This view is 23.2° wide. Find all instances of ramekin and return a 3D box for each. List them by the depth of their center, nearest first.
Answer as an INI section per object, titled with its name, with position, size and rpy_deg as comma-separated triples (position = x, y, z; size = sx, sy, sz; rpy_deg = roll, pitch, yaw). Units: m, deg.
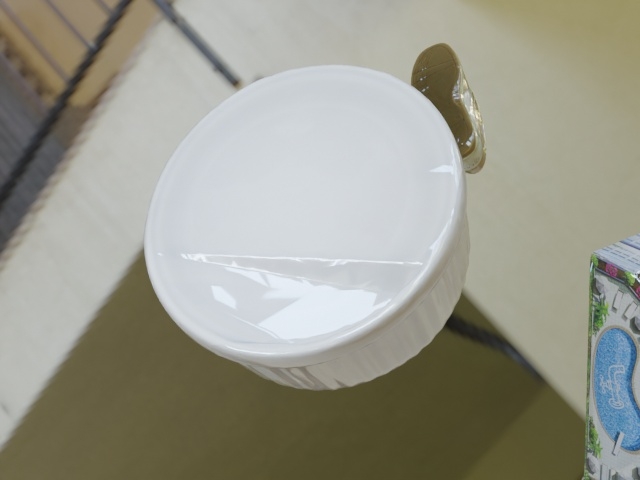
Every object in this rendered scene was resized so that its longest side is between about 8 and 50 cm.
[ramekin]
position = 0.000, 0.000, 1.293
size = 0.273, 0.273, 0.127
rpy_deg = -40, -34, -6

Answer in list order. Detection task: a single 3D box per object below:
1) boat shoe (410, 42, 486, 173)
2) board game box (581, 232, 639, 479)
[boat shoe]
position = 0.113, -0.113, 1.356
size = 0.050, 0.135, 0.045
rpy_deg = -22, -40, 18
[board game box]
position = 0.153, 0.088, 0.597
size = 0.194, 0.060, 0.194
rpy_deg = -20, -63, -38
